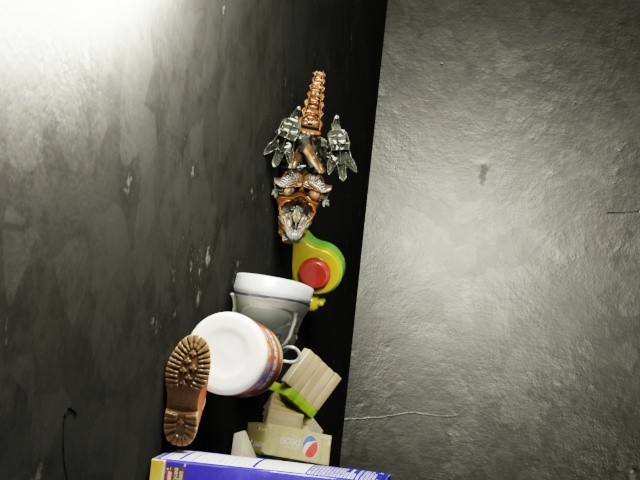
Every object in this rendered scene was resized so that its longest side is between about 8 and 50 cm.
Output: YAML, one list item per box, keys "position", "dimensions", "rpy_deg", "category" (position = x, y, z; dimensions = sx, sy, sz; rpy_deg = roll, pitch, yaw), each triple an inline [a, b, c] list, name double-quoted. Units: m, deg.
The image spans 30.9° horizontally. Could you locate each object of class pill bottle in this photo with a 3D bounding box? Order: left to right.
- position: [-0.123, 0.177, 1.759]
  dimensions: [0.216, 0.121, 0.121]
  rpy_deg: [50, 46, -79]
  category: "pill bottle"

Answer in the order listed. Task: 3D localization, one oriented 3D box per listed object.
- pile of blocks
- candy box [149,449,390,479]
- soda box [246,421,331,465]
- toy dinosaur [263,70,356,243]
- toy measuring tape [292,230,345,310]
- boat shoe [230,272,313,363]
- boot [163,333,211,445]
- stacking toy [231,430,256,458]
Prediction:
- position: [-0.083, 0.392, 2.341]
  dimensions: [0.113, 0.149, 0.362]
  rpy_deg: [8, -99, 56]
  category: "pile of blocks"
- position: [-0.078, 0.432, 1.549]
  dimensions: [0.122, 0.317, 0.268]
  rpy_deg: [35, 60, -79]
  category: "candy box"
- position: [-0.061, 0.392, 2.228]
  dimensions: [0.181, 0.058, 0.061]
  rpy_deg: [21, 69, -44]
  category: "soda box"
- position: [-0.037, -0.162, 2.217]
  dimensions: [0.218, 0.164, 0.321]
  rpy_deg: [134, -55, -80]
  category: "toy dinosaur"
- position: [0.000, 0.000, 2.529]
  dimensions: [0.121, 0.121, 0.330]
  rpy_deg: [-59, 153, -72]
  category: "toy measuring tape"
- position: [-0.094, 0.153, 1.983]
  dimensions: [0.367, 0.136, 0.156]
  rpy_deg: [104, -4, -79]
  category: "boat shoe"
- position: [-0.182, 0.197, 1.610]
  dimensions: [0.084, 0.059, 0.157]
  rpy_deg: [-66, 168, -75]
  category: "boot"
- position: [-0.152, 0.517, 2.024]
  dimensions: [0.279, 0.130, 0.309]
  rpy_deg: [62, 19, -23]
  category: "stacking toy"
